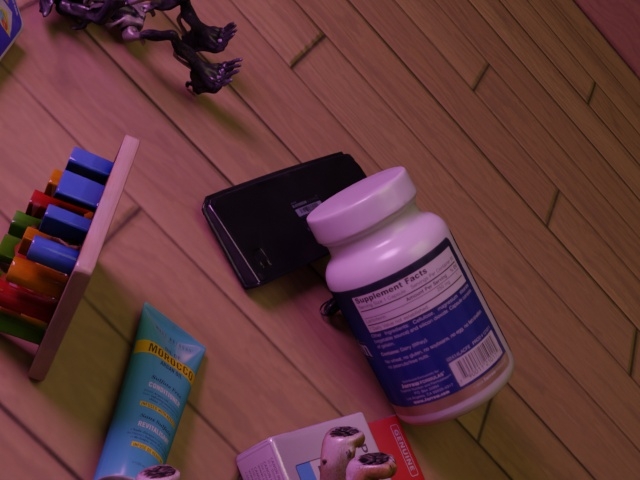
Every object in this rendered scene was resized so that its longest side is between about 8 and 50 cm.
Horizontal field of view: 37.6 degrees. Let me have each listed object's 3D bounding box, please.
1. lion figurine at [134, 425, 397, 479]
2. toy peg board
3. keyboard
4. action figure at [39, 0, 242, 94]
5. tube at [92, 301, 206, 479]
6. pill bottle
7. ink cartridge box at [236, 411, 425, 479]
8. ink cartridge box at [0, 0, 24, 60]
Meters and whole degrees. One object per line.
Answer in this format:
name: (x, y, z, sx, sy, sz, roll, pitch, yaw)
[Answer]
lion figurine: (-0.039, 0.288, 0.715, 0.392, 0.142, 0.240, -4, 97, -24)
toy peg board: (-0.230, 0.004, 0.794, 0.079, 0.160, 0.161, 22, 44, -14)
keyboard: (0.000, 0.000, 1.151, 0.317, 0.033, 0.201, -24, 79, -53)
action figure: (-0.210, -0.286, 1.063, 0.276, 0.141, 0.164, 30, 43, -33)
tube: (-0.153, 0.147, 0.848, 0.080, 0.052, 0.207, 46, 29, -26)
pill bottle: (0.099, 0.061, 1.062, 0.264, 0.153, 0.153, 62, 35, -10)
ink cartridge box: (0.075, 0.318, 0.939, 0.261, 0.066, 0.296, -3, 64, -48)
ink cartridge box: (-0.345, -0.228, 0.836, 0.208, 0.045, 0.206, -81, 169, -48)
